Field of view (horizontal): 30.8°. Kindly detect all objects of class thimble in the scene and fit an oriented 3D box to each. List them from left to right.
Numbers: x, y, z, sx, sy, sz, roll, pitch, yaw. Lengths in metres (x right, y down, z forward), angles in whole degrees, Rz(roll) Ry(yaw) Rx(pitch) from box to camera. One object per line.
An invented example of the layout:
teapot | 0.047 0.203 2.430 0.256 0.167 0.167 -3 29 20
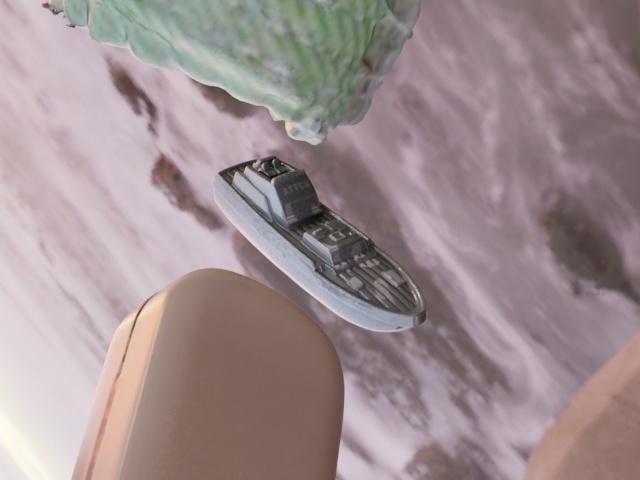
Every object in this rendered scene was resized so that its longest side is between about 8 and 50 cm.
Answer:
thimble | -0.047 -0.164 0.698 0.219 0.150 0.219 26 -167 -6

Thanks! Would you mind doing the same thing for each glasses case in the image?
glasses case | -0.041 0.099 0.368 0.083 0.196 0.050 30 137 -22

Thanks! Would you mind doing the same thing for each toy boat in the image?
toy boat | 0.000 0.000 1.046 0.260 0.078 0.085 39 136 34
